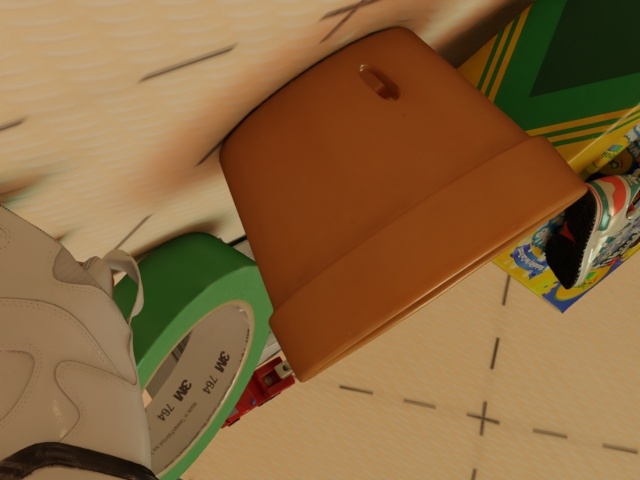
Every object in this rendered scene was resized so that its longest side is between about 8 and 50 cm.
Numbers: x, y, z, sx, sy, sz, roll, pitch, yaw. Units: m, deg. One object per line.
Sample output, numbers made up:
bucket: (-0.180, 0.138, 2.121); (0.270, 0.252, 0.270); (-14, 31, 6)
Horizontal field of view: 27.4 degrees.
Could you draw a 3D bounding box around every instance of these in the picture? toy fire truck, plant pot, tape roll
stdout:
toy fire truck: (-0.053, 0.178, 1.769); (0.192, 0.047, 0.135); (-28, 172, -46)
plant pot: (0.048, -0.041, 1.114); (0.290, 0.203, 0.291); (-34, 174, -4)
tape roll: (-0.172, 0.148, 1.408); (0.321, 0.077, 0.321); (-49, 159, -27)

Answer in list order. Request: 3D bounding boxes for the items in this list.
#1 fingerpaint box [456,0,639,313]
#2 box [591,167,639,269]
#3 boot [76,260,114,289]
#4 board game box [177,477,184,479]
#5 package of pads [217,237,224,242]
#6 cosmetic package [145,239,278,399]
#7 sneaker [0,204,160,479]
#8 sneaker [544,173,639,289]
fingerpaint box: (0.318, -0.120, 1.438); (0.371, 0.163, 0.445); (-40, 157, 9)
box: (0.320, -0.022, 1.378); (0.094, 0.027, 0.137); (-10, 145, -48)
boot: (-0.247, 0.080, 1.102); (0.220, 0.109, 0.283); (-44, 166, 27)
board game box: (-0.306, 0.311, 1.502); (0.302, 0.308, 0.086); (-4, 113, -68)
package of pads: (-0.145, 0.033, 1.500); (0.083, 0.032, 0.050); (-31, 174, -30)
cosmetic package: (-0.105, 0.094, 1.701); (0.224, 0.138, 0.224); (-26, 171, -47)
sneaker: (-0.273, 0.088, 0.797); (0.365, 0.210, 0.137); (5, 159, -18)
sneaker: (0.277, -0.009, 1.307); (0.075, 0.057, 0.161); (-20, 149, -16)
